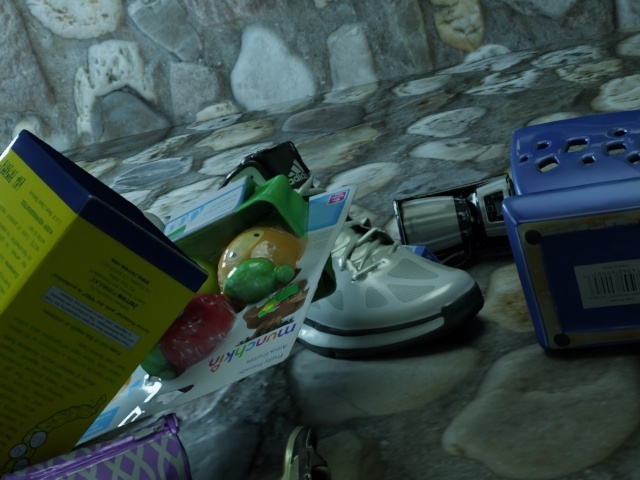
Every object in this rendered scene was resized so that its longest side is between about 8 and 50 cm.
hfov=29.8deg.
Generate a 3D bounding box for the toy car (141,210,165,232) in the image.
[{"bbox_3d":[-0.265,0.056,1.838,0.136,0.159,0.182,19,49,-20],"label":"toy car"}]

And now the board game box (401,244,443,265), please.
[{"bbox_3d":[0.132,0.038,1.663,0.090,0.090,0.020,5,59,47],"label":"board game box"}]

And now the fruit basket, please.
[{"bbox_3d":[-0.130,0.072,1.411,0.327,0.165,0.353,-25,19,29],"label":"fruit basket"}]

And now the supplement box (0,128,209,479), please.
[{"bbox_3d":[-0.332,0.095,1.317,0.356,0.195,0.194,-51,44,0],"label":"supplement box"}]

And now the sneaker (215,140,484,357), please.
[{"bbox_3d":[-0.001,0.000,1.594,0.448,0.257,0.169,2,23,42],"label":"sneaker"}]

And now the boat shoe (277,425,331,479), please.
[{"bbox_3d":[-0.013,0.239,1.203,0.049,0.056,0.152,-6,28,11],"label":"boat shoe"}]

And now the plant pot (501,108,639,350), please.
[{"bbox_3d":[0.343,-0.004,1.390,0.236,0.236,0.212,-7,25,24],"label":"plant pot"}]

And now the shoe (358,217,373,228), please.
[{"bbox_3d":[0.054,0.006,1.843,0.058,0.076,0.219,-18,15,5],"label":"shoe"}]

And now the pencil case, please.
[{"bbox_3d":[-0.235,0.252,1.273,0.206,0.088,0.086,-21,50,-16],"label":"pencil case"}]

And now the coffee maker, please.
[{"bbox_3d":[0.204,-0.035,1.775,0.178,0.120,0.171,-12,16,7],"label":"coffee maker"}]
